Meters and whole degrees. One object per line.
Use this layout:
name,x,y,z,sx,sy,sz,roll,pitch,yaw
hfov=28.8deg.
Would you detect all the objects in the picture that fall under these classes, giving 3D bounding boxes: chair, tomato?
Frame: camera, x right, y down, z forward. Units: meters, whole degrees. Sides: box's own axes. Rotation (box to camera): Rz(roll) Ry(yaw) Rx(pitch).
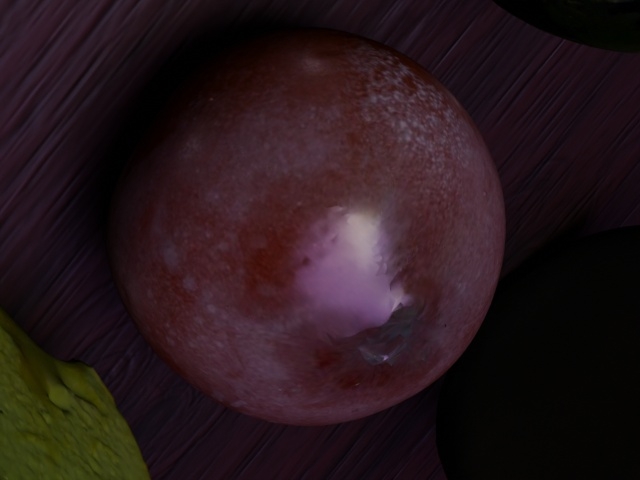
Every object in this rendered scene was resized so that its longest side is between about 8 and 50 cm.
chair,0.327,0.218,1.096,0.362,0.364,0.410,-43,125,-2
tomato,0.000,0.000,0.836,0.270,0.227,0.270,-14,125,-22

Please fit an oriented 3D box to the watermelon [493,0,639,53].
watermelon,0.194,-0.291,0.718,0.363,0.363,0.363,-15,123,-24

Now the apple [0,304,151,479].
apple,-0.262,0.189,0.748,0.374,0.374,0.384,11,71,-36
